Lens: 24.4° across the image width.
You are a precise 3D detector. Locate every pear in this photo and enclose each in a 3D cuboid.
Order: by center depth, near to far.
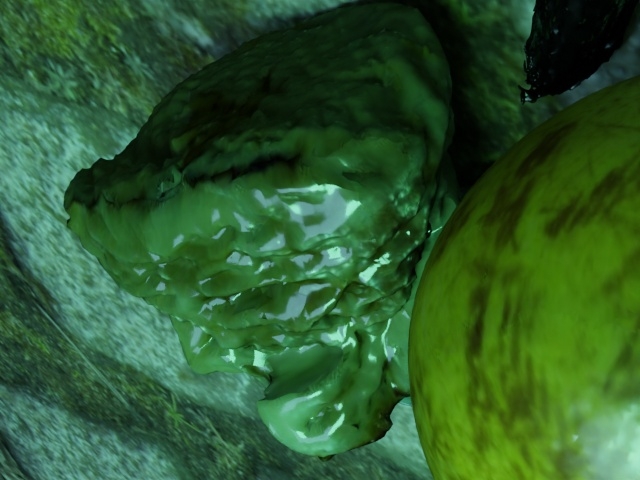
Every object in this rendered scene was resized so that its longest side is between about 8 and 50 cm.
[{"bbox_3d":[0.174,0.047,0.676,0.281,0.280,0.280,29,147,21],"label":"pear"}]

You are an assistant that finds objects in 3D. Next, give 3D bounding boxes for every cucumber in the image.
[{"bbox_3d":[0.130,-0.128,0.713,0.053,0.053,0.181,34,151,12],"label":"cucumber"}]

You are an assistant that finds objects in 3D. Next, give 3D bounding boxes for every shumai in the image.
[{"bbox_3d":[-0.001,-0.002,0.865,0.256,0.189,0.218,-9,115,45],"label":"shumai"}]

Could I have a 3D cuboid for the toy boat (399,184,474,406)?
[{"bbox_3d":[0.100,0.034,0.949,0.134,0.079,0.208,45,139,-1],"label":"toy boat"}]
